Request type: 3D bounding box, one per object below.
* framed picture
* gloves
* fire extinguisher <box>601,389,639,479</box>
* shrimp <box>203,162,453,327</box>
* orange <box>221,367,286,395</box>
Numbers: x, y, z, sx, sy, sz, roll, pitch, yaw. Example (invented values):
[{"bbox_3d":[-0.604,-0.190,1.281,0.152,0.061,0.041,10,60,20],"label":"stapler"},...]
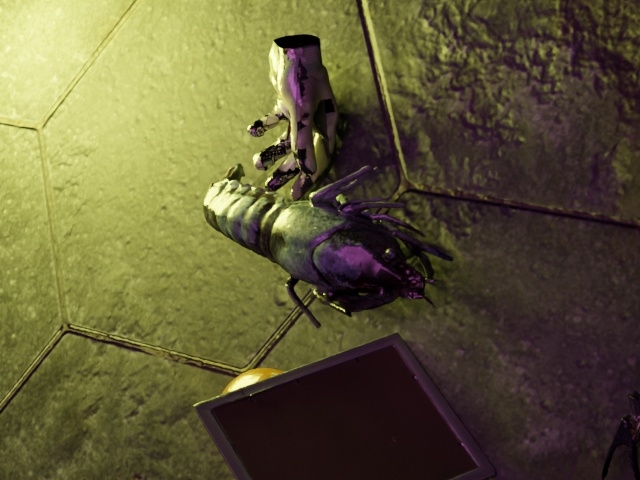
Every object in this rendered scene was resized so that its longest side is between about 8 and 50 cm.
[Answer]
[{"bbox_3d":[0.029,0.239,1.749,0.232,0.296,0.019,56,148,31],"label":"framed picture"},{"bbox_3d":[-0.026,-0.160,1.970,0.127,0.111,0.212,15,120,46],"label":"gloves"},{"bbox_3d":[0.456,0.228,1.555,0.337,0.114,0.135,8,107,33],"label":"fire extinguisher"},{"bbox_3d":[0.000,0.001,1.844,0.410,0.166,0.221,18,109,29],"label":"shrimp"},{"bbox_3d":[-0.058,0.232,1.848,0.156,0.124,0.156,29,131,39],"label":"orange"}]
